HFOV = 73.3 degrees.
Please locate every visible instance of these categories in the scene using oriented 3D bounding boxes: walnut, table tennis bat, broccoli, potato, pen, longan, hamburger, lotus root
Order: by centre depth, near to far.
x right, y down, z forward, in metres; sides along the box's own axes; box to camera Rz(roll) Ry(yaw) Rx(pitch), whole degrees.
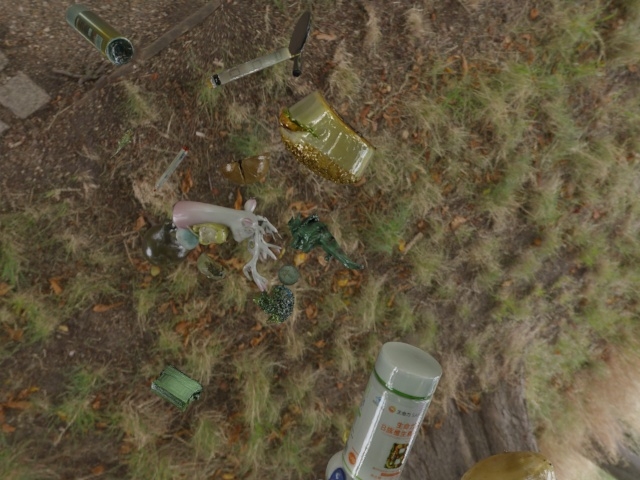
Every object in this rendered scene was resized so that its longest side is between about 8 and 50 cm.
[{"bbox_3d":[0.319,0.425,0.737,0.178,0.109,0.118,-37,115,18],"label":"potato"},{"bbox_3d":[0.013,-0.277,1.215,0.294,0.276,0.179,40,107,-12],"label":"hamburger"},{"bbox_3d":[-0.067,-0.608,1.339,0.027,0.236,0.150,14,153,-26],"label":"table tennis bat"},{"bbox_3d":[-0.234,-0.233,1.427,0.167,0.211,0.087,-17,102,12],"label":"walnut"},{"bbox_3d":[-0.174,0.233,1.600,0.160,0.167,0.155,3,119,27],"label":"broccoli"},{"bbox_3d":[-0.560,-0.266,1.611,0.026,0.026,0.218,35,102,-27],"label":"pen"},{"bbox_3d":[-0.571,0.006,1.612,0.184,0.159,0.204,-15,136,-38],"label":"longan"},{"bbox_3d":[-0.478,0.128,1.883,0.143,0.144,0.070,40,86,-19],"label":"lotus root"}]

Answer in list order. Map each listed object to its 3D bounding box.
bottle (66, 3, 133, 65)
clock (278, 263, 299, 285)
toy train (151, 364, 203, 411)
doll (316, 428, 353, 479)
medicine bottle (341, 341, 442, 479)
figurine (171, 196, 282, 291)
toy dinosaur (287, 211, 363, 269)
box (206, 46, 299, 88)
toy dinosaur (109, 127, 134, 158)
[{"bbox_3d":[-0.648,-0.605,1.256,0.082,0.286,0.082,-35,149,-25],"label":"bottle"},{"bbox_3d":[-0.124,0.134,1.665,0.085,0.017,0.085,0,94,5],"label":"clock"},{"bbox_3d":[-0.274,0.282,0.823,0.093,0.056,0.038,29,122,9],"label":"toy train"},{"bbox_3d":[0.045,0.396,0.597,0.138,0.293,0.119,5,118,11],"label":"doll"},{"bbox_3d":[0.095,0.240,0.590,0.086,0.086,0.183,11,106,-18],"label":"medicine bottle"},{"bbox_3d":[-0.276,-0.012,1.387,0.315,0.206,0.284,5,125,16],"label":"figurine"},{"bbox_3d":[-0.013,0.012,1.187,0.120,0.292,0.079,-44,140,4],"label":"toy dinosaur"},{"bbox_3d":[-0.185,-0.466,1.155,0.247,0.129,0.033,-26,113,-11],"label":"box"},{"bbox_3d":[-0.541,-0.268,1.182,0.041,0.113,0.026,-4,147,39],"label":"toy dinosaur"}]
